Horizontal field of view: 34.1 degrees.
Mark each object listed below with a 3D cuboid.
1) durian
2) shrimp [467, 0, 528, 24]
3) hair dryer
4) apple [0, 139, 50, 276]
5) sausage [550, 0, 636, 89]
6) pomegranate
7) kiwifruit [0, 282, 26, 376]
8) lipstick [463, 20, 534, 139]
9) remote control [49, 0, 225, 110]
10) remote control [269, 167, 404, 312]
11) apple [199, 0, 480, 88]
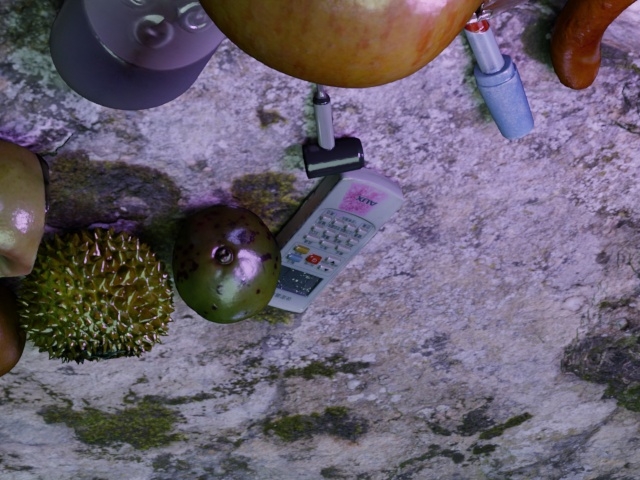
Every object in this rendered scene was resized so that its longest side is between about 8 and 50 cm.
[{"bbox_3d":[-0.373,0.107,1.764,0.291,0.224,0.291,-10,139,-9],"label":"durian"},{"bbox_3d":[0.287,-0.428,1.460,0.446,0.110,0.221,-34,131,12],"label":"shrimp"},{"bbox_3d":[0.013,-0.189,1.686,0.100,0.057,0.197,-13,132,-4],"label":"hair dryer"},{"bbox_3d":[-0.507,-0.051,1.592,0.207,0.188,0.174,-20,142,11],"label":"apple"},{"bbox_3d":[0.409,-0.327,1.567,0.103,0.076,0.302,22,157,2],"label":"sausage"},{"bbox_3d":[-0.161,0.047,1.805,0.202,0.202,0.248,-7,168,-7],"label":"pomegranate"},{"bbox_3d":[-0.626,0.160,1.782,0.234,0.196,0.196,-10,138,6],"label":"kiwifruit"},{"bbox_3d":[0.272,-0.275,1.648,0.068,0.061,0.274,-7,137,27],"label":"lipstick"},{"bbox_3d":[-0.239,-0.312,1.447,0.221,0.103,0.332,20,129,-28],"label":"remote control"},{"bbox_3d":[0.000,0.001,1.879,0.145,0.050,0.344,19,129,-30],"label":"remote control"},{"bbox_3d":[0.028,-0.365,1.252,0.400,0.400,0.333,-8,144,-7],"label":"apple"}]
